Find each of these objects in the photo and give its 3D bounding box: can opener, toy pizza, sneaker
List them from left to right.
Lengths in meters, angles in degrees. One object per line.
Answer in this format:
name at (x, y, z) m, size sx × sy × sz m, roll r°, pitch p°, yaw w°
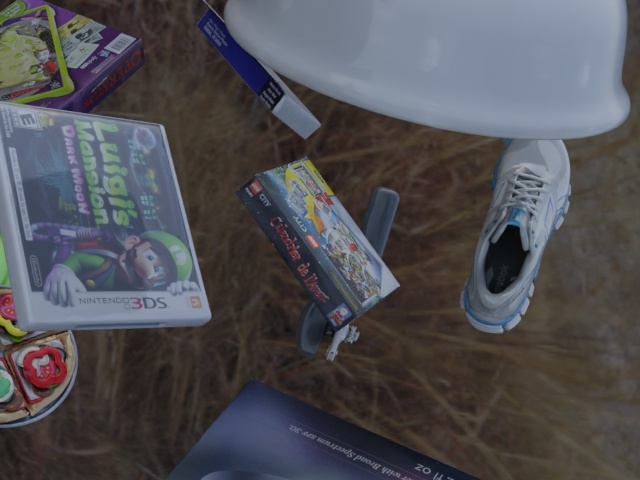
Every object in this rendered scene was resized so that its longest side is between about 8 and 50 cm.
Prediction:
toy pizza at (-0.412, 0.144, 1.323) m, size 0.201 × 0.032 × 0.201 m, roll 16°, pitch 55°, yaw -23°
can opener at (0.045, 0.049, 1.545) m, size 0.093 × 0.074 × 0.280 m, roll 22°, pitch 83°, yaw 3°
sneaker at (0.171, -0.018, 0.862) m, size 0.083 × 0.071 × 0.190 m, roll 69°, pitch 36°, yaw -71°

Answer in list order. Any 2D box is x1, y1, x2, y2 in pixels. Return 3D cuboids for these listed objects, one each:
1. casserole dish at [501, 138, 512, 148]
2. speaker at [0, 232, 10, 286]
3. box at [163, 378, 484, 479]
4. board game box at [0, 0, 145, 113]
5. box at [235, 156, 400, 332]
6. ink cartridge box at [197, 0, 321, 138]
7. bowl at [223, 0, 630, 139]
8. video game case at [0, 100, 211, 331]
casserole dish at (0.194, -0.157, 1.118) m, size 0.188 × 0.037 × 0.114 m, roll 53°, pitch 16°, yaw -22°
speaker at (-0.560, 0.061, 1.756) m, size 0.131 × 0.131 × 0.296 m, roll 44°, pitch 31°, yaw -33°
box at (-0.011, 0.311, 0.827) m, size 0.294 × 0.296 × 0.182 m, roll -48°, pitch 147°, yaw -41°
board game box at (-0.404, -0.173, 1.258) m, size 0.347 × 0.208 × 0.056 m, roll -50°, pitch 157°, yaw -34°
box at (0.000, 0.000, 1.410) m, size 0.233 × 0.044 × 0.159 m, roll 54°, pitch 29°, yaw 5°
ink cartridge box at (-0.112, -0.284, 1.705) m, size 0.045 × 0.223 × 0.224 m, roll -42°, pitch 158°, yaw 5°
bowl at (0.088, -0.189, 0.707) m, size 0.298 × 0.298 × 0.134 m, roll -16°, pitch 129°, yaw -42°
video game case at (-0.181, -0.019, 0.836) m, size 0.173 × 0.022 × 0.190 m, roll 3°, pitch 64°, yaw -46°
